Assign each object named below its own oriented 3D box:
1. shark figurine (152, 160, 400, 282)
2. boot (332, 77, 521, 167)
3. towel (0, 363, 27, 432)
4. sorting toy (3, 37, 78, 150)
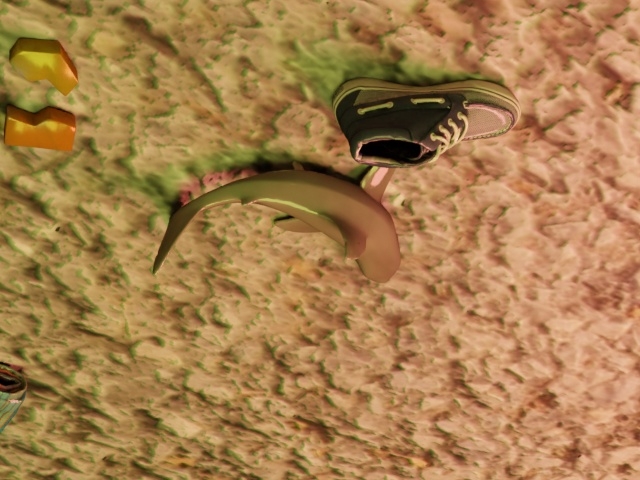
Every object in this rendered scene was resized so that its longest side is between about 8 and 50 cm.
[{"bbox_3d":[-0.014,-0.016,1.169,0.278,0.116,0.166,9,130,-26],"label":"shark figurine"},{"bbox_3d":[0.108,-0.102,1.131,0.189,0.086,0.069,-1,134,-14],"label":"boot"},{"bbox_3d":[-0.519,0.239,1.337,0.271,0.040,0.370,19,127,-29],"label":"towel"},{"bbox_3d":[-0.350,-0.144,0.996,0.307,0.041,0.229,4,133,-19],"label":"sorting toy"}]
